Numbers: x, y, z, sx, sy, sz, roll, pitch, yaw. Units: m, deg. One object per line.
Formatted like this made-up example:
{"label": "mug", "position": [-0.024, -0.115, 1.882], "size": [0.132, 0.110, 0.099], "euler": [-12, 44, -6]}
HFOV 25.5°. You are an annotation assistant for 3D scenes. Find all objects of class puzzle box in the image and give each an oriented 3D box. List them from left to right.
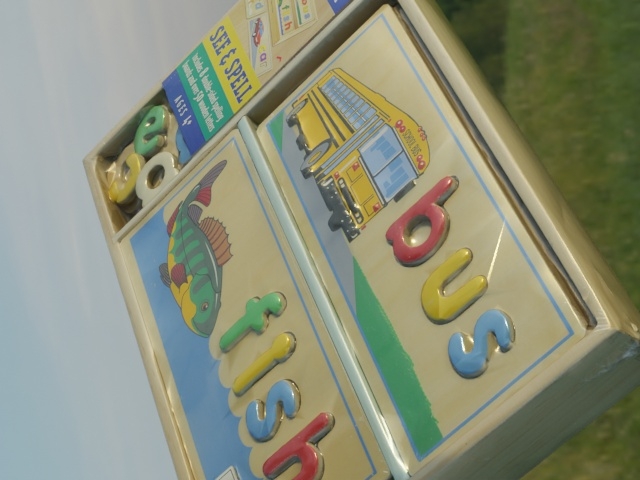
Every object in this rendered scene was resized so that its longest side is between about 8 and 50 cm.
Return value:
{"label": "puzzle box", "position": [0.000, 0.000, 0.840], "size": [0.052, 0.272, 0.409], "euler": [32, -157, -42]}
